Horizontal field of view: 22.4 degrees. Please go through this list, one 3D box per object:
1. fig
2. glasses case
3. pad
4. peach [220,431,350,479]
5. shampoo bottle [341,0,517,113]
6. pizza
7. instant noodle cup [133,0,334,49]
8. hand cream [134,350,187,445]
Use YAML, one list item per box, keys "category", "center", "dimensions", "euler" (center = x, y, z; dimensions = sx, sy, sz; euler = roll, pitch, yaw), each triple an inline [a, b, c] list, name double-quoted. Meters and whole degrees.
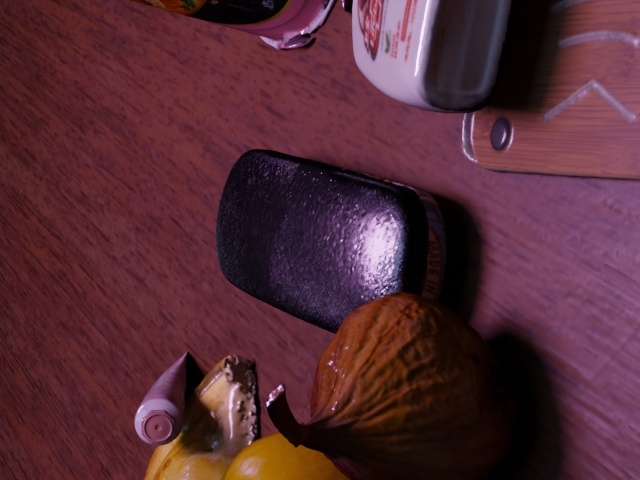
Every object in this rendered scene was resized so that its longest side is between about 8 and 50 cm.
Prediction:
- category: "fig"
  center: [0.035, 0.122, 1.070]
  dimensions: [0.146, 0.201, 0.134]
  euler: [39, 124, 22]
- category: "glasses case"
  center: [0.000, 0.000, 1.295]
  dimensions: [0.321, 0.082, 0.122]
  euler: [20, 103, 60]
- category: "pad"
  center: [0.188, -0.182, 1.048]
  dimensions: [0.286, 0.018, 0.284]
  euler: [9, 92, 61]
- category: "peach"
  center: [-0.015, 0.262, 1.212]
  dimensions: [0.251, 0.153, 0.251]
  euler: [-166, 90, -77]
- category: "shampoo bottle"
  center: [0.065, -0.182, 1.201]
  dimensions: [0.284, 0.071, 0.153]
  euler: [-144, 62, -70]
- category: "pizza"
  center: [-0.112, 0.211, 1.469]
  dimensions: [0.204, 0.080, 0.188]
  euler: [-66, 32, 26]
- category: "instant noodle cup"
  center: [-0.128, -0.297, 1.420]
  dimensions: [0.244, 0.255, 0.244]
  euler: [-12, 77, 62]
- category: "hand cream"
  center: [-0.147, 0.149, 1.512]
  dimensions: [0.067, 0.043, 0.209]
  euler: [-55, 7, 3]
